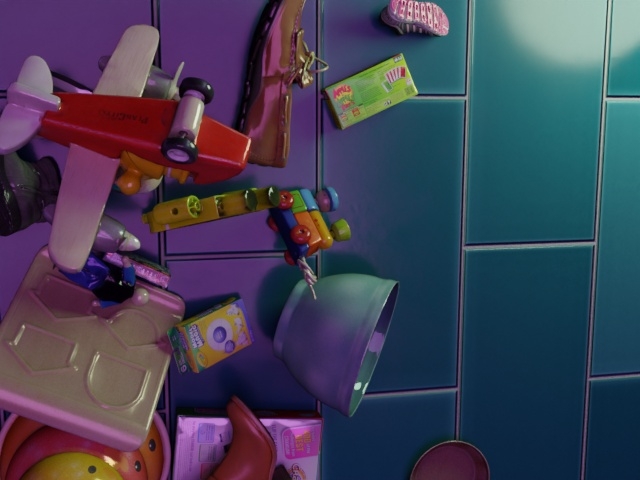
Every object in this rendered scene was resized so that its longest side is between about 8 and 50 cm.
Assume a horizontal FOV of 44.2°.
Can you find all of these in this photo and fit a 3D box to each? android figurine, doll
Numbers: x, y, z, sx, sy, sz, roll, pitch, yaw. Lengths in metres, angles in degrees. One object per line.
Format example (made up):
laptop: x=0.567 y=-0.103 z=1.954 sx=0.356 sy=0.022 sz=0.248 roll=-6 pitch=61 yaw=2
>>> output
android figurine: x=-0.222 y=-0.061 z=1.529 sx=0.273 sy=0.248 sz=0.056 roll=-9 pitch=94 yaw=31
doll: x=-0.412 y=0.073 z=1.518 sx=0.189 sy=0.046 sz=0.129 roll=35 pitch=107 yaw=-24

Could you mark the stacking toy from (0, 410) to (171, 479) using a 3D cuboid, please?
stacking toy: x=-0.446 y=0.483 z=1.435 sx=0.350 sy=0.480 sz=0.351 roll=-2 pitch=100 yaw=-12

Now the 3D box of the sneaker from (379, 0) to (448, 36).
sneaker: x=0.193 y=-0.461 z=1.647 sx=0.170 sy=0.075 sz=0.063 roll=4 pitch=80 yaw=-35

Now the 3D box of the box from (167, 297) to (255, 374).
box: x=-0.226 y=0.197 z=1.622 sx=0.179 sy=0.043 sz=0.105 roll=-25 pitch=106 yaw=-38

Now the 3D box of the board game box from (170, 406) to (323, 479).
board game box: x=-0.162 y=0.490 z=1.706 sx=0.316 sy=0.064 sz=0.242 roll=5 pitch=94 yaw=-13

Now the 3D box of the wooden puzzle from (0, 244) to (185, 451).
wooden puzzle: x=-0.455 y=0.209 z=1.525 sx=0.322 sy=0.348 sz=0.080 roll=24 pitch=137 yaw=-15

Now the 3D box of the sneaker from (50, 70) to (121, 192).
sneaker: x=-0.451 y=-0.182 z=1.519 sx=0.295 sy=0.124 sz=0.178 roll=34 pitch=81 yaw=-16

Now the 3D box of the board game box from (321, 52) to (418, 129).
board game box: x=0.103 y=-0.313 z=1.656 sx=0.181 sy=0.043 sz=0.092 roll=-26 pitch=103 yaw=-8

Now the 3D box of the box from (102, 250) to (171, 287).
box: x=-0.369 y=0.049 z=1.583 sx=0.137 sy=0.094 sz=0.027 roll=26 pitch=91 yaw=-15

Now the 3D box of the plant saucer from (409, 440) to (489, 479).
plant saucer: x=0.297 y=0.557 z=1.842 sx=0.198 sy=0.036 sz=0.199 roll=-2 pitch=99 yaw=-13

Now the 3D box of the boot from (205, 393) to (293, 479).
boot: x=-0.190 y=0.476 z=1.614 sx=0.220 sy=0.109 sz=0.283 roll=-28 pitch=113 yaw=-13

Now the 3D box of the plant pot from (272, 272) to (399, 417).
plant pot: x=0.021 y=0.191 z=1.618 sx=0.196 sy=0.293 sz=0.293 roll=18 pitch=95 yaw=12

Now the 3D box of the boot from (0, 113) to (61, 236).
boot: x=-0.571 y=-0.138 z=1.487 sx=0.083 sy=0.161 sz=0.246 roll=0 pitch=107 yaw=23

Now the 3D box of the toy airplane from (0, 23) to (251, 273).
toy airplane: x=-0.362 y=-0.169 z=1.375 sx=0.386 sy=0.272 sz=0.384 roll=-34 pitch=69 yaw=-14

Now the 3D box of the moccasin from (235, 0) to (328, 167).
moccasin: x=-0.071 y=-0.332 z=1.566 sx=0.147 sy=0.139 sz=0.380 roll=10 pitch=97 yaw=-15

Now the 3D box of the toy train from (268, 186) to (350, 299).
toy train: x=0.000 y=0.000 z=1.606 sx=0.143 sy=0.105 sz=0.248 roll=-16 pitch=62 yaw=-21
